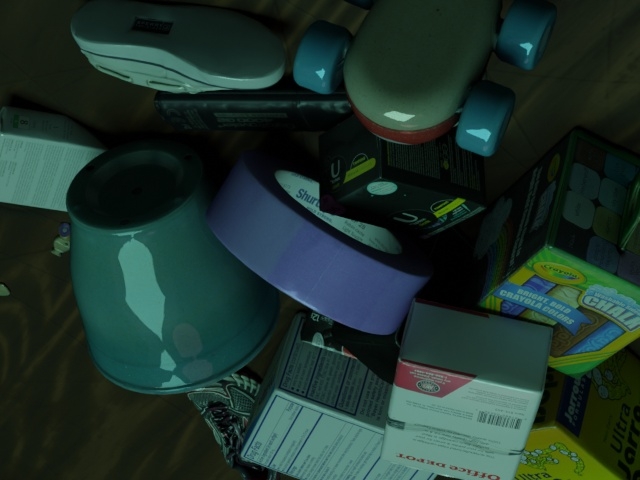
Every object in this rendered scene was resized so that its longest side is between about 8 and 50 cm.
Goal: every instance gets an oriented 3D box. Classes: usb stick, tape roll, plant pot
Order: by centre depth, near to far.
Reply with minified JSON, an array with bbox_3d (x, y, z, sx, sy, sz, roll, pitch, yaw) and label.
[{"bbox_3d":[-0.068,-0.161,1.788,0.278,0.045,0.077,2,152,23],"label":"usb stick"},{"bbox_3d":[0.000,0.000,1.793,0.275,0.275,0.090,29,104,-17],"label":"tape roll"},{"bbox_3d":[-0.210,0.018,1.938,0.272,0.271,0.255,5,135,20],"label":"plant pot"},{"bbox_3d":[0.129,0.106,1.975,0.167,0.188,0.187,-6,141,47],"label":"plant pot"}]

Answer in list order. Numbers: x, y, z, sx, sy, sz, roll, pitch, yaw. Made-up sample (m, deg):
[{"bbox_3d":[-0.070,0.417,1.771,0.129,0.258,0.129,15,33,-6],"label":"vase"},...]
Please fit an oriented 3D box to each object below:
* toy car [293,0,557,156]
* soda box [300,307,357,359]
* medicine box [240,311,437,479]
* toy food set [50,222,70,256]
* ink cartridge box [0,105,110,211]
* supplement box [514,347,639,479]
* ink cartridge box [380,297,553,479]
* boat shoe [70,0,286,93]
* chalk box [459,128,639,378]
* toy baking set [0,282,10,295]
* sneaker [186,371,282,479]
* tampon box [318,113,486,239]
[{"bbox_3d":[0.113,-0.167,1.570,0.219,0.210,0.238,22,161,13],"label":"toy car"},{"bbox_3d":[0.057,0.143,2.144,0.169,0.053,0.060,18,-174,-3],"label":"soda box"},{"bbox_3d":[0.051,0.270,2.270,0.289,0.149,0.263,21,147,-3],"label":"medicine box"},{"bbox_3d":[-0.358,0.008,2.197,0.078,0.019,0.122,23,147,-8],"label":"toy food set"},{"bbox_3d":[-0.338,-0.101,2.020,0.225,0.056,0.181,7,150,-18],"label":"ink cartridge box"},{"bbox_3d":[0.381,0.282,2.086,0.356,0.194,0.195,38,142,-29],"label":"supplement box"},{"bbox_3d":[0.174,0.190,1.798,0.172,0.100,0.237,12,143,5],"label":"ink cartridge box"},{"bbox_3d":[-0.161,-0.211,1.715,0.268,0.096,0.088,9,150,15],"label":"boat shoe"},{"bbox_3d":[0.317,0.006,1.727,0.179,0.180,0.289,26,148,-12],"label":"chalk box"},{"bbox_3d":[-0.637,0.043,2.373,0.256,0.030,0.197,37,142,-27],"label":"toy baking set"},{"bbox_3d":[-0.132,0.310,2.450,0.121,0.112,0.299,-6,140,32],"label":"sneaker"},{"bbox_3d":[0.095,-0.080,1.732,0.161,0.101,0.120,13,154,-32],"label":"tampon box"}]
